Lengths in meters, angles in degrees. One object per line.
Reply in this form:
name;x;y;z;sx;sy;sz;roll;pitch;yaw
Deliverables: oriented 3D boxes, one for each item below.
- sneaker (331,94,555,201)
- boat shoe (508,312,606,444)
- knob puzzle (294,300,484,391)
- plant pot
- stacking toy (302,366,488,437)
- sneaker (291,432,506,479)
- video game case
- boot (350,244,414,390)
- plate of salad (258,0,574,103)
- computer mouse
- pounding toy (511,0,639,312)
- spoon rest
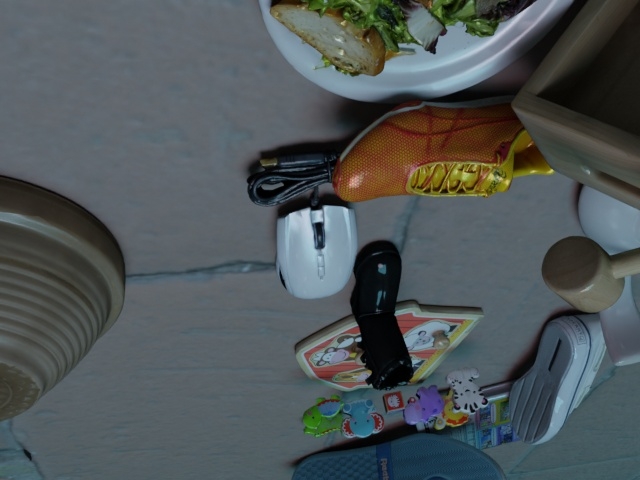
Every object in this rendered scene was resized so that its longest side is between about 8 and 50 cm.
sneaker;0.090;-0.058;0.455;0.175;0.067;0.064;-17;139;-19
boat shoe;0.305;0.179;0.846;0.076;0.083;0.226;-11;138;-17
knob puzzle;0.065;0.131;0.762;0.213;0.030;0.213;-8;145;-6
plant pot;-0.268;0.066;0.503;0.238;0.109;0.237;-8;144;-6
stacking toy;0.087;0.214;0.831;0.221;0.052;0.167;-10;158;-3
sneaker;0.137;0.379;1.024;0.319;0.127;0.208;-9;149;25
video game case;0.241;0.269;1.009;0.194;0.023;0.212;-16;143;4
boot;0.059;0.075;0.624;0.045;0.099;0.121;-5;144;-13
plate of salad;0.065;-0.146;0.373;0.200;0.048;0.199;-8;143;-6
computer mouse;0.000;0.000;0.553;0.106;0.042;0.193;-10;144;-6
pounding toy;0.203;-0.041;0.377;0.206;0.181;0.094;-53;136;2
spoon rest;0.301;0.000;0.636;0.137;0.084;0.276;-13;131;-3
